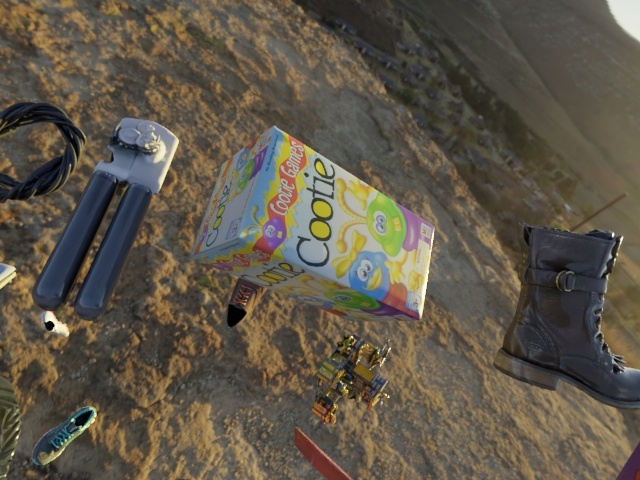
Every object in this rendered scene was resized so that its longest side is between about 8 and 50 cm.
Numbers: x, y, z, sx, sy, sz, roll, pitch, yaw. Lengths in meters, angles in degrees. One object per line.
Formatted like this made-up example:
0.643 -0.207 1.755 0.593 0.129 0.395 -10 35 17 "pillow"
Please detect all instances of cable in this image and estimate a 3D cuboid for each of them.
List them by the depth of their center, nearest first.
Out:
-0.471 -0.141 0.655 0.185 0.047 0.150 -14 84 -5 "cable"

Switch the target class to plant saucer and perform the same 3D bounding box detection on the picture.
0.030 0.689 1.231 0.259 0.258 0.047 45 70 -4 "plant saucer"

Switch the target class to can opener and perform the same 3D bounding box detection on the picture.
-0.239 -0.038 0.483 0.074 0.093 0.280 19 51 -20 "can opener"

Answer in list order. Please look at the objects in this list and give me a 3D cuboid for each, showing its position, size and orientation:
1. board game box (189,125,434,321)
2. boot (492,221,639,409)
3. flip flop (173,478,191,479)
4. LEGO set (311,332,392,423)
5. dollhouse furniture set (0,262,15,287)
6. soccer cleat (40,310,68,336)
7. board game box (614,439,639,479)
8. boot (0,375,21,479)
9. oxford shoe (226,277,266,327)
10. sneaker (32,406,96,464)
0.000 0.000 0.543 0.276 0.142 0.144 26 66 -30 "board game box"
0.377 0.099 0.574 0.263 0.228 0.091 14 3 -9 "boot"
-0.381 0.623 0.922 0.278 0.080 0.112 5 41 -33 "flip flop"
0.116 0.470 1.319 0.192 0.330 0.255 29 38 24 "LEGO set"
-0.941 0.021 1.063 0.304 0.197 0.286 14 22 -10 "dollhouse furniture set"
-0.530 0.173 0.816 0.029 0.083 0.035 -16 44 -12 "soccer cleat"
0.202 0.245 0.201 0.056 0.346 0.208 -2 38 13 "board game box"
-0.485 0.315 0.511 0.094 0.207 0.246 28 42 -59 "boot"
-0.213 0.152 1.215 0.097 0.271 0.098 23 31 -1 "oxford shoe"
-0.634 0.476 1.024 0.065 0.076 0.166 47 40 -6 "sneaker"
